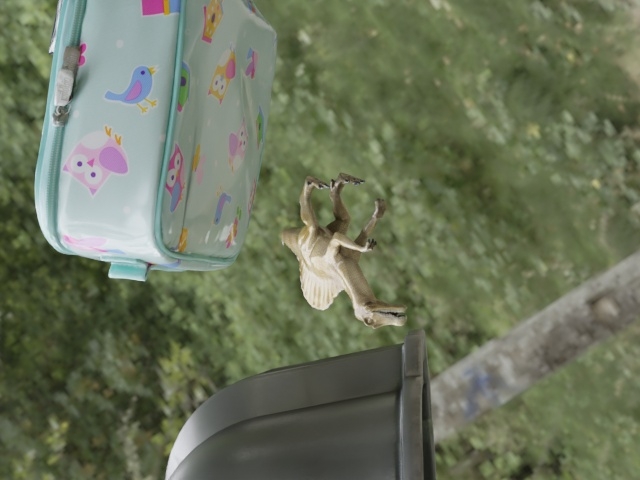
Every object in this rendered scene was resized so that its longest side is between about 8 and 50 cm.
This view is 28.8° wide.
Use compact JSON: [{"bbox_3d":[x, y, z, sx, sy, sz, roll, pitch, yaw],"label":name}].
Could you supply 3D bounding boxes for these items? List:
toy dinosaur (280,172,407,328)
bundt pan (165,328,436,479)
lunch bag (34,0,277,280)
[{"bbox_3d":[0.000,0.000,0.883,0.053,0.092,0.183,3,-161,-31],"label":"toy dinosaur"},{"bbox_3d":[-0.004,0.206,0.580,0.331,0.124,0.330,-3,-90,-83],"label":"bundt pan"},{"bbox_3d":[-0.116,-0.081,0.918,0.279,0.108,0.224,19,-98,-79],"label":"lunch bag"}]
